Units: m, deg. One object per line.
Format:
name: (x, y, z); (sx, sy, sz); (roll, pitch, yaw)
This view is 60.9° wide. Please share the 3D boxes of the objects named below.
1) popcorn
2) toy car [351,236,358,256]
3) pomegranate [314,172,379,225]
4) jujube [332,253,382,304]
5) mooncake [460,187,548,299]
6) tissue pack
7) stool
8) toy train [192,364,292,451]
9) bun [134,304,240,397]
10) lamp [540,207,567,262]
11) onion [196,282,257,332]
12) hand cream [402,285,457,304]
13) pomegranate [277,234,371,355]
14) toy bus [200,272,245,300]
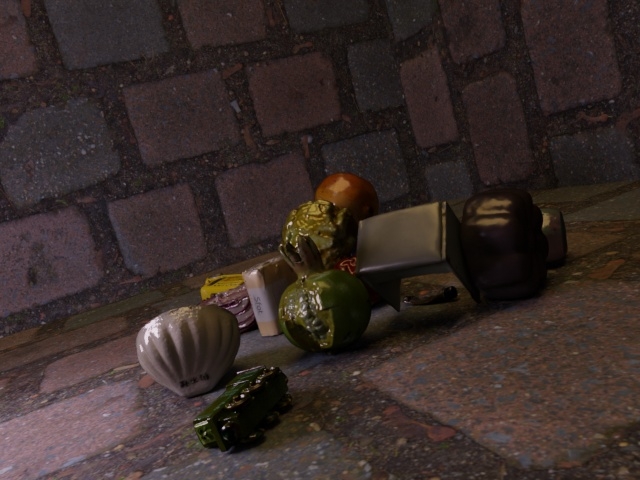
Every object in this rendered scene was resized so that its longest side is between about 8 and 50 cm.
popcorn: (-0.009, 0.004, 1.828); (0.246, 0.282, 0.282); (21, 14, 9)
toy car: (0.250, 0.035, 2.137); (0.314, 0.198, 0.166); (-23, -6, -46)
pomegranate: (0.103, -0.131, 2.105); (0.264, 0.265, 0.264); (-15, 6, 2)
jujube: (0.131, 0.121, 1.694); (0.174, 0.174, 0.250); (-10, 10, 38)
mooncake: (0.484, 0.006, 1.411); (0.154, 0.306, 0.306); (-10, 8, 36)
tissue pack: (-0.133, 0.165, 1.694); (0.090, 0.222, 0.186); (-6, 11, 43)
stool: (0.259, 0.053, 1.429); (0.243, 0.170, 0.269); (-12, -35, 31)
toy train: (-0.149, 0.319, 1.048); (0.137, 0.090, 0.225); (-20, 4, 25)
bun: (-0.314, 0.294, 1.337); (0.263, 0.175, 0.263); (-15, -34, -11)
lamp: (0.579, -0.032, 1.663); (0.301, 0.248, 0.247); (-6, 6, 29)
onion: (-0.269, 0.223, 1.856); (0.314, 0.146, 0.280); (-22, 6, 11)
hand cream: (0.314, 0.161, 1.555); (0.163, 0.039, 0.062); (-17, 5, 43)
pomegranate: (-0.005, 0.132, 1.351); (0.235, 0.302, 0.236); (-20, -2, -1)
toy bus: (-0.356, 0.214, 2.148); (0.330, 0.144, 0.152); (-7, 14, 40)
